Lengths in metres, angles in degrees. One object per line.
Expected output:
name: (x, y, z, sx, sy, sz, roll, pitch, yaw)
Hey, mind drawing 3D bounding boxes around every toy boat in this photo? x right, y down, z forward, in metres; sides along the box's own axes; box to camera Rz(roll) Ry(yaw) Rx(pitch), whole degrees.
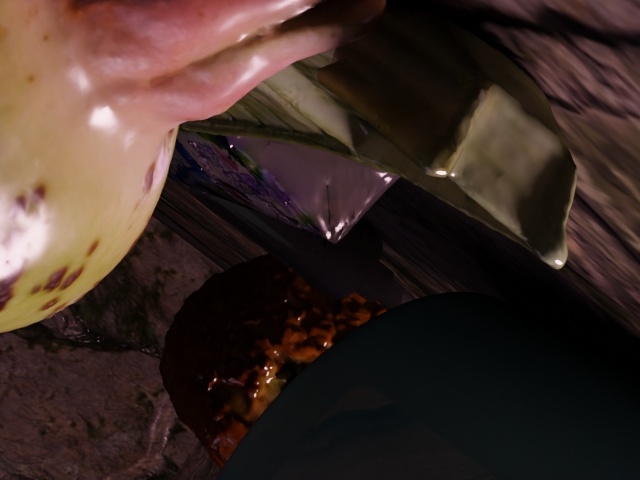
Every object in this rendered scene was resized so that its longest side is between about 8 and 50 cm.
toy boat: (-0.002, -0.056, 0.535, 0.093, 0.055, 0.293, 37, 174, -28)

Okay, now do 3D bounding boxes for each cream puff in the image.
cream puff: (0.005, 0.125, 1.286, 0.303, 0.212, 0.303, 39, -177, -2)

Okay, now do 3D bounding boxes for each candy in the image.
candy: (-0.061, -0.063, 0.811, 0.088, 0.061, 0.312, 41, 173, -24)

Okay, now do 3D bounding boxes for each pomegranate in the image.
pomegranate: (-0.101, -0.071, 0.443, 0.248, 0.214, 0.214, -3, 157, 23)

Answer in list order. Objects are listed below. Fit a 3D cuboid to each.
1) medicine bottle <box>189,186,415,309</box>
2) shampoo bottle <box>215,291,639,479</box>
medicine bottle: (0.000, 0.000, 1.015, 0.199, 0.058, 0.057, 37, 175, -25)
shampoo bottle: (0.137, 0.241, 0.814, 0.342, 0.331, 0.331, 34, 175, 37)
